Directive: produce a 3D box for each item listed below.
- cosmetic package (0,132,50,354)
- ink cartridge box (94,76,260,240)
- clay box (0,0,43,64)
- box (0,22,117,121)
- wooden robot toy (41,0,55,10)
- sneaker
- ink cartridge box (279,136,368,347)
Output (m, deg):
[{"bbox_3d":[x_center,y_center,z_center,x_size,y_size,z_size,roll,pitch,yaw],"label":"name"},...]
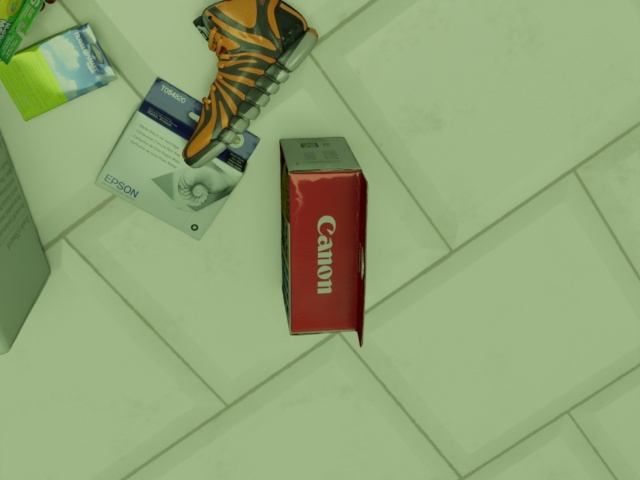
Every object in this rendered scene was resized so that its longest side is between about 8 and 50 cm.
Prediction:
[{"bbox_3d":[-0.685,-0.020,1.258,0.330,0.327,0.393,-13,113,-2],"label":"cosmetic package"},{"bbox_3d":[-0.256,-0.142,1.414,0.223,0.045,0.224,29,105,-17],"label":"ink cartridge box"},{"bbox_3d":[-0.538,-0.385,1.212,0.222,0.053,0.127,40,105,18],"label":"clay box"},{"bbox_3d":[-0.448,-0.289,1.330,0.178,0.042,0.109,-24,114,2],"label":"box"},{"bbox_3d":[-0.484,-0.421,1.271,0.173,0.076,0.079,-25,70,14],"label":"wooden robot toy"},{"bbox_3d":[-0.167,-0.286,1.332,0.180,0.124,0.321,39,87,-14],"label":"sneaker"},{"bbox_3d":[0.000,0.000,1.384,0.130,0.272,0.309,-3,112,-6],"label":"ink cartridge box"}]
